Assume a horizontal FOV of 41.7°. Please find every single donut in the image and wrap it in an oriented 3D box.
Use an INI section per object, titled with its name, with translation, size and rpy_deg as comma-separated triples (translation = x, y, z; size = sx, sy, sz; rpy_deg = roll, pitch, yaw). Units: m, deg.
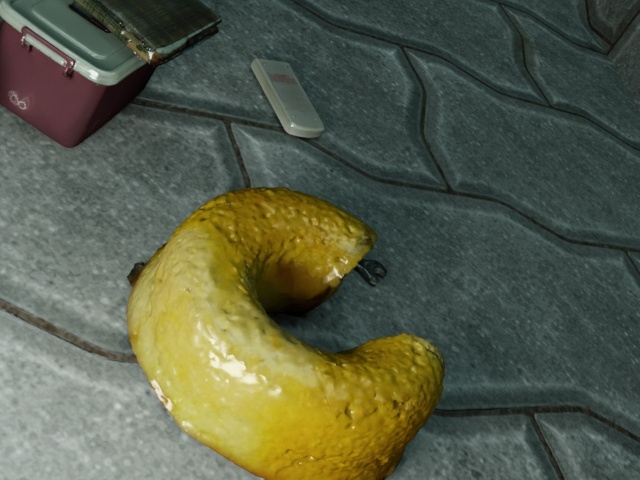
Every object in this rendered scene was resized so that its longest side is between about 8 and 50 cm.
[donut]
translation = -0.043, 0.109, 1.095
size = 0.378, 0.163, 0.435
rpy_deg = 0, 52, -38

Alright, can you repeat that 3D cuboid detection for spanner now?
[spanner]
translation = 0.000, 0.000, 1.362
size = 0.255, 0.015, 0.054
rpy_deg = 30, 38, -10

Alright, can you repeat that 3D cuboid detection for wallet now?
[wallet]
translation = -0.307, -0.379, 1.209
size = 0.317, 0.044, 0.169
rpy_deg = 40, 41, 4

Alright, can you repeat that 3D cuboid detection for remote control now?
[remote control]
translation = -0.060, -0.267, 1.576
size = 0.088, 0.029, 0.190
rpy_deg = -2, 53, -40

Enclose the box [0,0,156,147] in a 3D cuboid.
[box]
translation = -0.346, -0.281, 1.246
size = 0.193, 0.167, 0.294
rpy_deg = 34, 38, -3
